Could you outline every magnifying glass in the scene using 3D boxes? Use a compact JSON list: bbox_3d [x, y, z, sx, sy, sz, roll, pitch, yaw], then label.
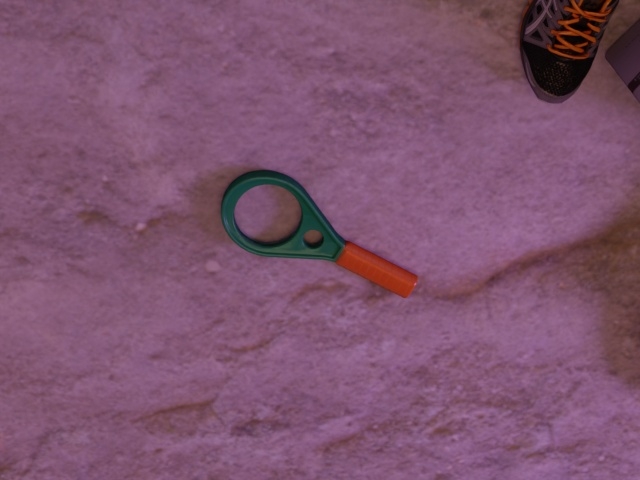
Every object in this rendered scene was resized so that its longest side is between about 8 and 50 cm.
[{"bbox_3d":[0.000,0.000,1.467,0.231,0.026,0.092,28,111,-13],"label":"magnifying glass"}]

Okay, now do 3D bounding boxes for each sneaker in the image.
[{"bbox_3d":[0.251,-0.230,1.336,0.084,0.083,0.215,8,116,-8],"label":"sneaker"}]

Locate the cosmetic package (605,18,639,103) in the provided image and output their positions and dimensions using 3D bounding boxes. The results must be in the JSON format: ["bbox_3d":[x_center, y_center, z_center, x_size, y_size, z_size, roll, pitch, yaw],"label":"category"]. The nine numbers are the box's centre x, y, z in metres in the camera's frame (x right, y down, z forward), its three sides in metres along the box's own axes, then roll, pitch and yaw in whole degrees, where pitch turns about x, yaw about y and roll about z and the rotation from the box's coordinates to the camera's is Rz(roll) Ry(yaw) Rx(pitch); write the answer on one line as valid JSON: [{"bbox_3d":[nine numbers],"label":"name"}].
[{"bbox_3d":[0.396,-0.160,1.319,0.151,0.184,0.151,36,108,-18],"label":"cosmetic package"}]
